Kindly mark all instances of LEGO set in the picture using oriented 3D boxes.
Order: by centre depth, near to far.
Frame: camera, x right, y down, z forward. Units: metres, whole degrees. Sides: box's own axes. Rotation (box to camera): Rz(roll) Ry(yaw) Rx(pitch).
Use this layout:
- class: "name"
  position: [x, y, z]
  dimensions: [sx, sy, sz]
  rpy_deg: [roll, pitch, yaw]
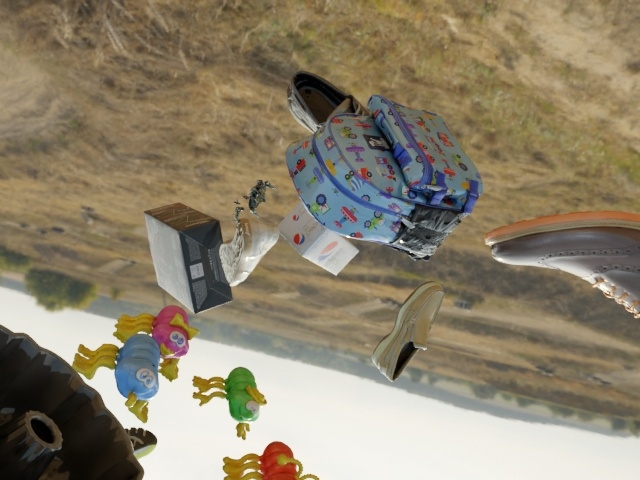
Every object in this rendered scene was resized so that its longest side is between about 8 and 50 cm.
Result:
- class: "LEGO set"
  position: [-0.088, -0.054, 0.795]
  dimensions: [0.023, 0.054, 0.083]
  rpy_deg: [23, -160, 25]

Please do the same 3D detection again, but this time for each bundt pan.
- class: "bundt pan"
  position: [-0.348, 0.248, 0.691]
  dimensions: [0.331, 0.124, 0.331]
  rpy_deg: [49, 180, 0]

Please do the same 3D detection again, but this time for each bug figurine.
- class: "bug figurine"
  position: [-0.114, 0.157, 0.637]
  dimensions: [0.279, 0.072, 0.216]
  rpy_deg: [46, -177, -25]

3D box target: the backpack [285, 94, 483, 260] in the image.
- class: "backpack"
  position: [0.058, -0.072, 0.652]
  dimensions: [0.173, 0.158, 0.117]
  rpy_deg: [10, 135, -34]

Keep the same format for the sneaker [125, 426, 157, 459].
- class: "sneaker"
  position: [-0.419, 0.459, 1.287]
  dimensions: [0.208, 0.094, 0.081]
  rpy_deg: [-26, -156, 6]

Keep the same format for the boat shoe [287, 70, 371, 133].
- class: "boat shoe"
  position: [0.051, -0.262, 1.443]
  dimensions: [0.355, 0.132, 0.130]
  rpy_deg: [37, 175, 16]

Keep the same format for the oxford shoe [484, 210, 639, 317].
- class: "oxford shoe"
  position: [0.393, 0.036, 0.799]
  dimensions: [0.363, 0.133, 0.130]
  rpy_deg: [3, 176, 17]

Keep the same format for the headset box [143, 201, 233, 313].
- class: "headset box"
  position: [-0.351, 0.033, 1.618]
  dimensions: [0.110, 0.218, 0.293]
  rpy_deg: [-18, -159, -30]

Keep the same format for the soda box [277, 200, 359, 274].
- class: "soda box"
  position: [0.000, 0.000, 1.141]
  dimensions: [0.074, 0.069, 0.216]
  rpy_deg: [44, -177, 21]

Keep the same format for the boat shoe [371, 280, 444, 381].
- class: "boat shoe"
  position: [0.165, 0.162, 1.089]
  dimensions: [0.068, 0.190, 0.072]
  rpy_deg: [16, -159, -32]

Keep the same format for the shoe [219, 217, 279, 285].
- class: "shoe"
  position: [-0.119, 0.021, 1.023]
  dimensions: [0.058, 0.077, 0.219]
  rpy_deg: [-10, 165, -22]
